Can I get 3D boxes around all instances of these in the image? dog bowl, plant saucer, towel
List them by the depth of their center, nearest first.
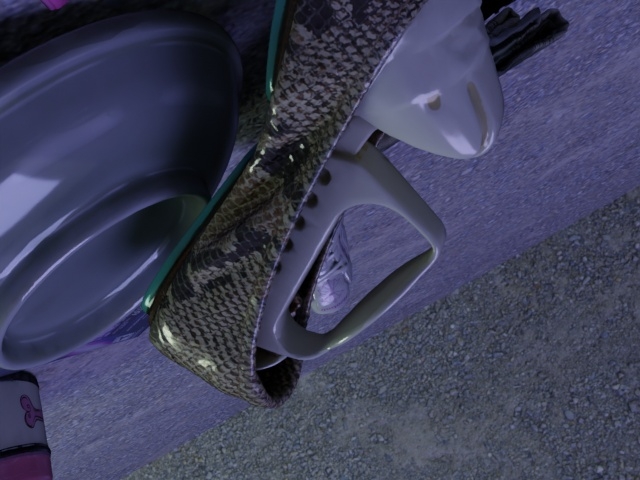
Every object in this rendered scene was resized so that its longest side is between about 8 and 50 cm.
[{"bbox_3d":[-0.196,-0.003,0.882,0.400,0.100,0.400,-40,167,-11],"label":"plant saucer"},{"bbox_3d":[0.048,-0.107,1.032,0.324,0.056,0.312,-30,-176,41],"label":"towel"},{"bbox_3d":[-0.546,0.336,1.496,0.408,0.150,0.408,-27,166,-7],"label":"dog bowl"}]

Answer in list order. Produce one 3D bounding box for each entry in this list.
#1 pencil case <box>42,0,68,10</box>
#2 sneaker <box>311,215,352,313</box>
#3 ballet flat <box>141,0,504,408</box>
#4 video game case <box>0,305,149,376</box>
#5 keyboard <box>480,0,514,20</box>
[{"bbox_3d":[-0.085,-0.201,0.570,0.209,0.095,0.098,-32,-159,7],"label":"pencil case"},{"bbox_3d":[0.000,0.000,1.342,0.114,0.152,0.305,-25,165,-6],"label":"sneaker"},{"bbox_3d":[0.022,-0.061,0.781,0.164,0.182,0.482,-38,160,-53],"label":"ballet flat"},{"bbox_3d":[-0.297,0.102,1.397,0.274,0.026,0.196,-15,161,-46],"label":"video game case"},{"bbox_3d":[0.154,-0.238,1.051,0.180,0.023,0.108,-31,161,14],"label":"keyboard"}]
